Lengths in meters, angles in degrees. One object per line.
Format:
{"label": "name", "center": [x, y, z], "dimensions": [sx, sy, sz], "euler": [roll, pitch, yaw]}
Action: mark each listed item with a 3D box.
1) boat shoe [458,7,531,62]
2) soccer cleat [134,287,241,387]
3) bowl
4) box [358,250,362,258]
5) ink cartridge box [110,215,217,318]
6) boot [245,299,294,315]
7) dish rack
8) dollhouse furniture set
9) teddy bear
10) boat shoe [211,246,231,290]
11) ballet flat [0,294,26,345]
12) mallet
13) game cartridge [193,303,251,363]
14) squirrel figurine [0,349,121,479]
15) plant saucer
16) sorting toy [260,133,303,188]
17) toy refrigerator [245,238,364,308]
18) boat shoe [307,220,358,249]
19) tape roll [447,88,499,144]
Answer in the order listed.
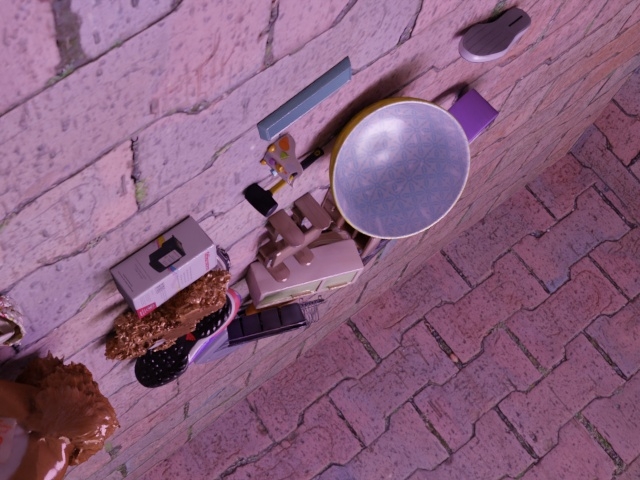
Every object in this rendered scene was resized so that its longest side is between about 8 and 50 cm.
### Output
{"label": "boat shoe", "center": [0.352, -0.401, 1.799], "dimensions": [0.226, 0.083, 0.076], "euler": [-31, 164, -35]}
{"label": "soccer cleat", "center": [-0.307, 0.231, 2.075], "dimensions": [0.318, 0.108, 0.116], "euler": [-45, 171, 13]}
{"label": "bowl", "center": [0.137, -0.165, 1.770], "dimensions": [0.289, 0.289, 0.156], "euler": [-40, -150, 4]}
{"label": "box", "center": [0.136, -0.011, 2.556], "dimensions": [0.307, 0.076, 0.242], "euler": [-47, 166, 30]}
{"label": "ink cartridge box", "center": [-0.279, 0.050, 1.583], "dimensions": [0.175, 0.072, 0.127], "euler": [-36, 167, -17]}
{"label": "boot", "center": [-0.063, 0.111, 2.396], "dimensions": [0.295, 0.104, 0.211], "euler": [-22, 164, -40]}
{"label": "dish rack", "center": [-0.101, 0.197, 2.199], "dimensions": [0.208, 0.074, 0.271], "euler": [-15, 175, 17]}
{"label": "dollhouse furniture set", "center": [0.000, 0.000, 2.005], "dimensions": [0.242, 0.161, 0.212], "euler": [-34, 166, -24]}
{"label": "teddy bear", "center": [-0.316, 0.143, 1.767], "dimensions": [0.245, 0.113, 0.338], "euler": [-21, 168, -29]}
{"label": "boat shoe", "center": [-0.222, 0.044, 1.810], "dimensions": [0.206, 0.075, 0.065], "euler": [88, 11, -68]}
{"label": "ballet flat", "center": [-0.482, 0.113, 1.212], "dimensions": [0.091, 0.077, 0.241], "euler": [-41, 167, 10]}
{"label": "mallet", "center": [-0.056, -0.113, 1.683], "dimensions": [0.189, 0.062, 0.039], "euler": [-34, 168, -24]}
{"label": "game cartridge", "center": [-0.239, 0.254, 2.460], "dimensions": [0.198, 0.062, 0.297], "euler": [-40, 168, 24]}
{"label": "squirrel figurine", "center": [-0.544, 0.371, 1.520], "dimensions": [0.397, 0.281, 0.370], "euler": [-28, 170, -32]}
{"label": "plant saucer", "center": [-0.022, -0.232, 1.468], "dimensions": [0.192, 0.018, 0.067], "euler": [-37, 167, -7]}
{"label": "sorting toy", "center": [-0.062, -0.133, 1.565], "dimensions": [0.045, 0.075, 0.083], "euler": [-30, 164, -37]}
{"label": "toy refrigerator", "center": [-0.038, 0.085, 2.158], "dimensions": [0.269, 0.094, 0.102], "euler": [-14, 159, -20]}
{"label": "boat shoe", "center": [0.036, -0.007, 2.299], "dimensions": [0.104, 0.089, 0.285], "euler": [-26, 170, 24]}
{"label": "tape roll", "center": [0.300, -0.235, 2.110], "dimensions": [0.275, 0.090, 0.275], "euler": [-44, 177, -3]}
